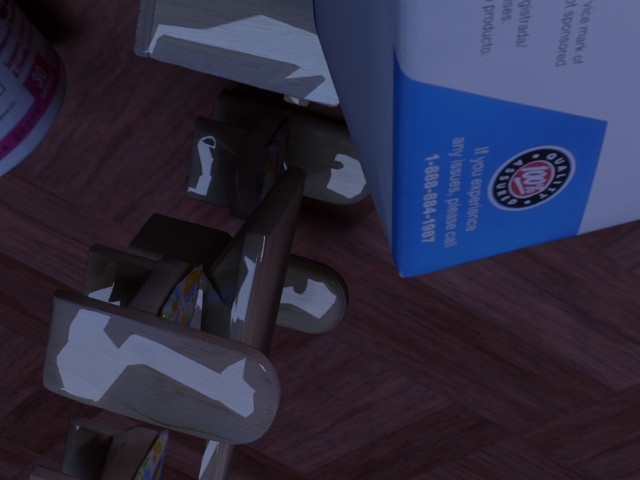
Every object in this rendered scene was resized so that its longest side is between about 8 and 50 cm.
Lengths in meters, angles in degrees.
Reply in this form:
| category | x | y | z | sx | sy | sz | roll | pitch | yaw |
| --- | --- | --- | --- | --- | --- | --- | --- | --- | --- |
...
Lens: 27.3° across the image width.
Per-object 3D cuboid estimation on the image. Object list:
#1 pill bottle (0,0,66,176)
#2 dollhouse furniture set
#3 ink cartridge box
| category | x | y | z | sx | sy | sz | roll | pitch | yaw |
| --- | --- | --- | --- | --- | --- | --- | --- | --- | --- |
| pill bottle | -0.326 | -0.174 | 0.957 | 0.160 | 0.160 | 0.283 | -4 | 142 | 30 |
| dollhouse furniture set | 0.000 | 0.000 | 0.906 | 0.256 | 0.362 | 0.394 | 16 | 118 | 6 |
| ink cartridge box | 0.199 | -0.164 | 0.540 | 0.394 | 0.166 | 0.285 | -13 | 147 | -6 |
